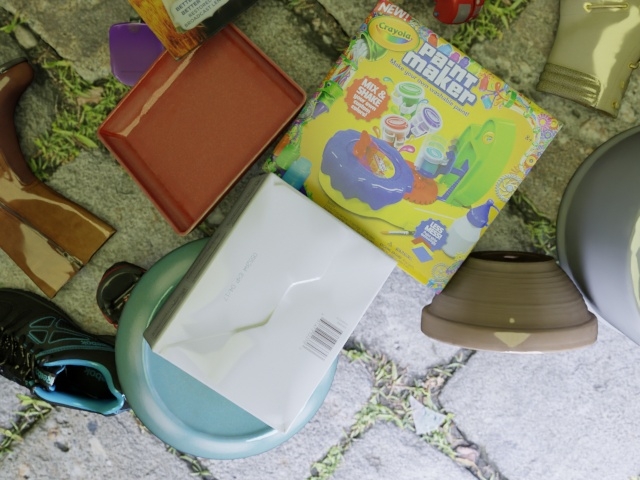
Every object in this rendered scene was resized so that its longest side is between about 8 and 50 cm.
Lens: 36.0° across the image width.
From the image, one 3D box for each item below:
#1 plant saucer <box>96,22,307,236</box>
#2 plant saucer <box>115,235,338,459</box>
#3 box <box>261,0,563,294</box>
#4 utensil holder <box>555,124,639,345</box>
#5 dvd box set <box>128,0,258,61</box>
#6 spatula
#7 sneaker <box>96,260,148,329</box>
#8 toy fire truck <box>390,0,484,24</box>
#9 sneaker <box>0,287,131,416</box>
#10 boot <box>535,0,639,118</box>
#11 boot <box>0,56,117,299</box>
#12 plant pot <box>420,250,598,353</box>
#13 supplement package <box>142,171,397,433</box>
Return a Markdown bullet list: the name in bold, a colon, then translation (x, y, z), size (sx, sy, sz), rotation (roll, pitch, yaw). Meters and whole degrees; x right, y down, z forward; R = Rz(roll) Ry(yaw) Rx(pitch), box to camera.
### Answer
- **plant saucer**: translation (-0.164, -0.168, 1.387), size (0.258, 0.048, 0.259), rotation (-48, 57, 7)
- **plant saucer**: translation (-0.121, 0.150, 1.360), size (0.318, 0.044, 0.317), rotation (0, 91, -15)
- **box**: translation (0.122, -0.129, 1.358), size (0.290, 0.177, 0.279), rotation (35, 96, 0)
- **utensil holder**: translation (0.493, 0.009, 1.241), size (0.328, 0.385, 0.327), rotation (0, 96, 4)
- **dvd box set**: translation (-0.195, -0.484, 1.261), size (0.308, 0.062, 0.420), rotation (-36, 122, 3)
- **spatula**: translation (-0.268, -0.373, 1.433), size (0.084, 0.030, 0.296), rotation (0, 95, 0)
- **sneaker**: translation (-0.230, 0.133, 1.450), size (0.098, 0.135, 0.276), rotation (-39, 115, -5)
- **toy fire truck**: translation (0.113, -0.352, 1.330), size (0.192, 0.135, 0.047), rotation (46, 141, 24)
- **sneaker**: translation (-0.410, 0.161, 1.441), size (0.341, 0.139, 0.125), rotation (17, 99, 4)
- **boot**: translation (0.445, -0.265, 1.362), size (0.262, 0.095, 0.203), rotation (14, 96, 4)
- **boot**: translation (-0.419, -0.091, 1.440), size (0.280, 0.096, 0.264), rotation (39, 96, -1)
- **plant pot**: translation (0.256, 0.075, 1.335), size (0.237, 0.237, 0.109), rotation (1, 98, 4)
- **supplement package**: translation (-0.068, 0.077, 1.275), size (0.204, 0.145, 0.261), rotation (35, 83, -13)
